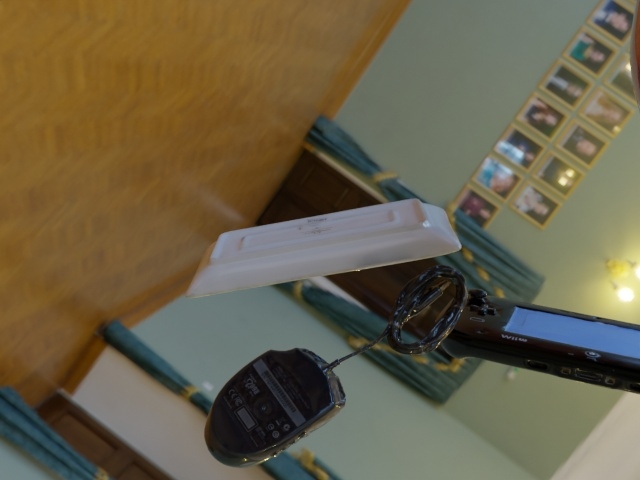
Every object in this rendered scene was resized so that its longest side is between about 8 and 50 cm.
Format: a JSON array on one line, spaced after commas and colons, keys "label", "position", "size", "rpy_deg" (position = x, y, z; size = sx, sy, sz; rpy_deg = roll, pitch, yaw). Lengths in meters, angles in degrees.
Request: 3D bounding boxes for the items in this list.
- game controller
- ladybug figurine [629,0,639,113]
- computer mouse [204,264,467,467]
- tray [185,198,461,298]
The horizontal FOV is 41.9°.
[{"label": "game controller", "position": [0.282, 0.111, 0.865], "size": [0.166, 0.319, 0.067], "rpy_deg": [-4, 104, -71]}, {"label": "ladybug figurine", "position": [0.356, -0.195, 0.607], "size": [0.305, 0.161, 0.449], "rpy_deg": [-34, 170, 13]}, {"label": "computer mouse", "position": [0.017, 0.097, 0.654], "size": [0.242, 0.071, 0.041], "rpy_deg": [-30, 154, -13]}, {"label": "tray", "position": [0.000, 0.000, 0.858], "size": [0.145, 0.271, 0.030], "rpy_deg": [-87, 166, -73]}]
